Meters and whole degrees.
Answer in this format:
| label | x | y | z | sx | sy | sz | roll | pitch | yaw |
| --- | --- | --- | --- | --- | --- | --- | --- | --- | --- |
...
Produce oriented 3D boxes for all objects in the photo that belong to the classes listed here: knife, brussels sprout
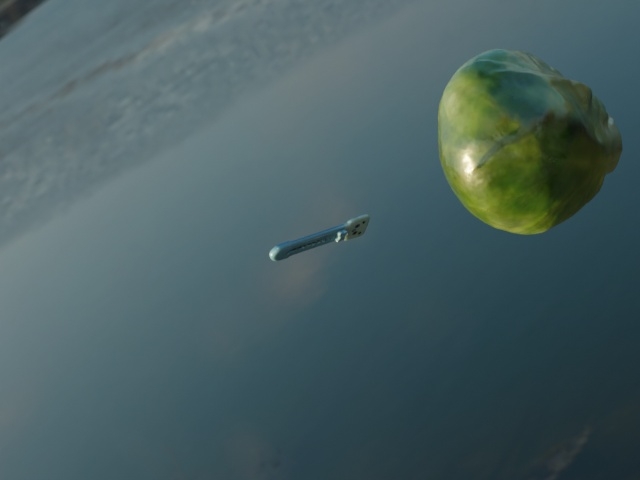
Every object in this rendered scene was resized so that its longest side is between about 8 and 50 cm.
| label | x | y | z | sx | sy | sz | roll | pitch | yaw |
| --- | --- | --- | --- | --- | --- | --- | --- | --- | --- |
| knife | 0.000 | 0.000 | 1.180 | 0.096 | 0.010 | 0.027 | -18 | -33 | -29 |
| brussels sprout | 0.183 | -0.086 | 1.304 | 0.144 | 0.180 | 0.161 | -53 | 37 | 37 |
